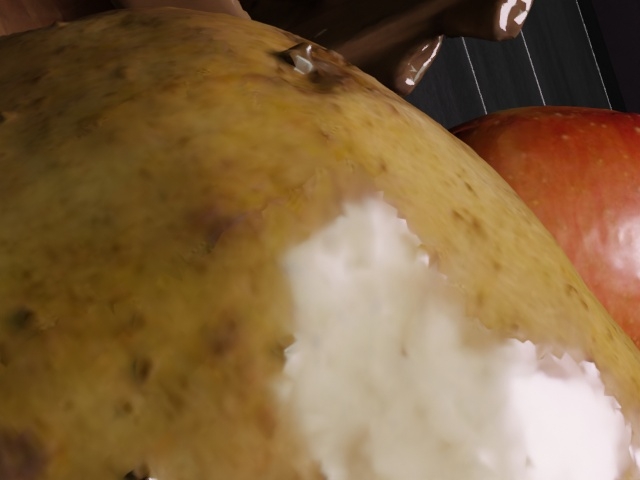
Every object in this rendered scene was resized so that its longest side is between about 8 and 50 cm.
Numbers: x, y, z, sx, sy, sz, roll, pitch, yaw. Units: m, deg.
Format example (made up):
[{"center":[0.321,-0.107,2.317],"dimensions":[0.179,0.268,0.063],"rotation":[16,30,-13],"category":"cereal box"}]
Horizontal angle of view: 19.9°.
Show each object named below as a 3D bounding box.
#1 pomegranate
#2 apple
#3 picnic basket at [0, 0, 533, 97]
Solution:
[{"center":[-0.048,0.083,0.474],"dimensions":[0.281,0.281,0.281],"rotation":[-18,90,-72],"category":"pomegranate"},{"center":[0.158,0.033,1.156],"dimensions":[0.272,0.251,0.206],"rotation":[63,16,-63],"category":"apple"},{"center":[-0.036,-0.138,0.676],"dimensions":[0.254,0.291,0.321],"rotation":[57,14,-39],"category":"picnic basket"}]
